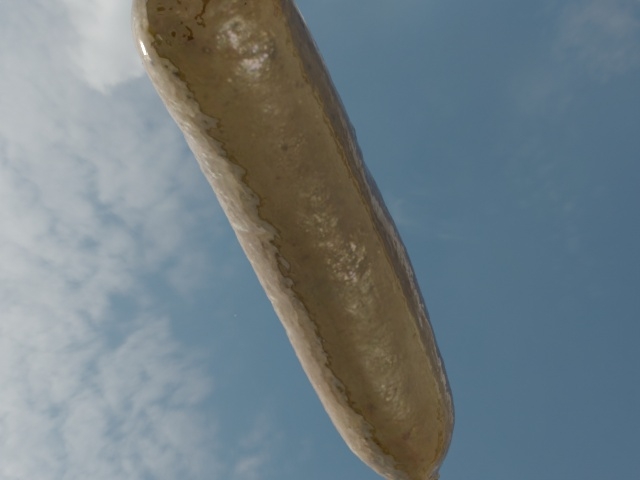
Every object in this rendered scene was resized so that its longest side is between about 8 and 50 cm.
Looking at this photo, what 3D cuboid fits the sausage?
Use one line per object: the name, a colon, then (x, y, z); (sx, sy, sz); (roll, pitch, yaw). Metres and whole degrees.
sausage: (0.000, -0.001, 0.663); (0.123, 0.136, 0.501); (-23, -65, 3)
